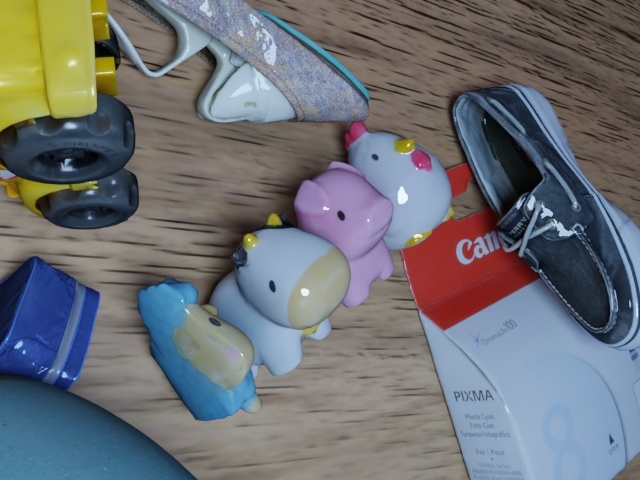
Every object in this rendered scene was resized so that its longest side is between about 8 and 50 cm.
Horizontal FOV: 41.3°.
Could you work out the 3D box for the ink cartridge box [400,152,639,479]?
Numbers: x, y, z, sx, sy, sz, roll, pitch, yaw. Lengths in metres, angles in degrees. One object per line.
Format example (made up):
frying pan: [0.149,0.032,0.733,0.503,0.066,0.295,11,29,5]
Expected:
ink cartridge box: [0.252,0.087,0.960,0.308,0.091,0.385,-20,96,-42]

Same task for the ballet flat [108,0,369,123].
ballet flat: [-0.096,-0.165,0.715,0.316,0.107,0.106,35,80,-25]

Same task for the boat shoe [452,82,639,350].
boat shoe: [0.237,-0.025,0.917,0.119,0.121,0.335,-8,59,-32]

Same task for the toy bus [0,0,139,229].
toy bus: [-0.227,-0.088,0.534,0.211,0.220,0.149,-9,73,-12]

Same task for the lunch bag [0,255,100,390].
lunch bag: [-0.192,0.064,0.579,0.065,0.067,0.098,37,35,-29]

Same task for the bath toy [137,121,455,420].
bath toy: [0.000,0.000,0.721,0.348,0.151,0.129,-41,103,-42]

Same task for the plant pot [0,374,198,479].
plant pot: [-0.128,0.236,0.445,0.290,0.195,0.290,-37,132,-56]
